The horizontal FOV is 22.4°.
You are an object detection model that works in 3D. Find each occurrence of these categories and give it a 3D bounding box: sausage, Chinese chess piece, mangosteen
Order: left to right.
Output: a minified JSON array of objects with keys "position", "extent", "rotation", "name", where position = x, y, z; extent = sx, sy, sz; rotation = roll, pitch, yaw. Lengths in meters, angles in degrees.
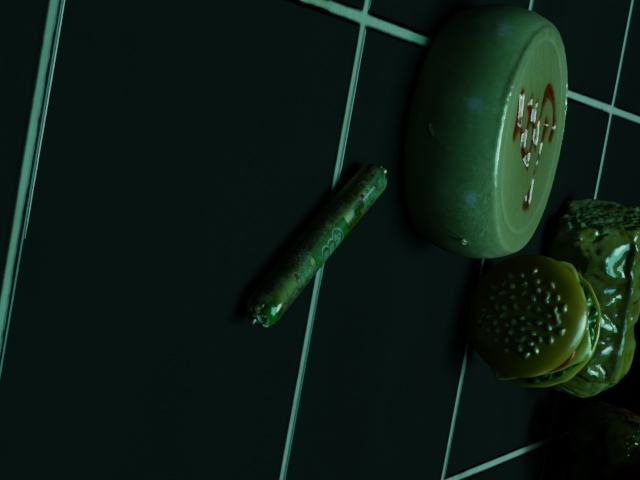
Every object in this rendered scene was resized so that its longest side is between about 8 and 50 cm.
[{"position":[0.000,0.000,1.422],"extent":[0.269,0.033,0.033],"rotation":[-50,144,-48],"name":"sausage"},{"position":[0.177,-0.112,1.696],"extent":[0.273,0.102,0.273],"rotation":[12,90,-67],"name":"Chinese chess piece"},{"position":[0.531,0.263,2.407],"extent":[0.421,0.381,0.381],"rotation":[-27,135,-17],"name":"mangosteen"}]

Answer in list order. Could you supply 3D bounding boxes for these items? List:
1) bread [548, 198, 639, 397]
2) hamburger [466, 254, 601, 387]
[{"position":[0.374,0.086,2.222],"extent":[0.152,0.130,0.267],"rotation":[-3,108,-26],"name":"bread"},{"position":[0.251,0.096,1.908],"extent":[0.115,0.162,0.162],"rotation":[25,78,-63],"name":"hamburger"}]
